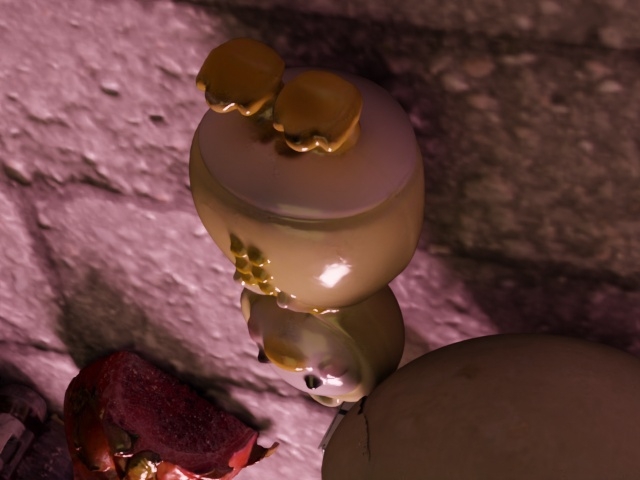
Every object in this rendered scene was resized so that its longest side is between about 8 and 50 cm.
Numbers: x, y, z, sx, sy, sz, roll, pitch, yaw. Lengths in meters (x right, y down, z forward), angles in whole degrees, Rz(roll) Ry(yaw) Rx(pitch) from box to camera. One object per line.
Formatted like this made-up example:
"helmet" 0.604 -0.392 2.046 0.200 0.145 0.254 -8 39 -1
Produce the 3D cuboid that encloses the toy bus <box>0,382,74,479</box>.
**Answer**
"toy bus" -0.308 0.139 1.329 0.302 0.113 0.139 35 142 -10

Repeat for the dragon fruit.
"dragon fruit" -0.119 0.154 1.251 0.147 0.096 0.102 34 134 -10

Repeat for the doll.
"doll" -0.006 0.008 1.030 0.141 0.117 0.296 20 138 22

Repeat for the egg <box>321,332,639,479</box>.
"egg" 0.126 0.147 1.043 0.253 0.186 0.186 4 135 3

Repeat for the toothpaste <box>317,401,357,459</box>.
"toothpaste" 0.058 0.237 1.260 0.089 0.071 0.313 13 136 20
